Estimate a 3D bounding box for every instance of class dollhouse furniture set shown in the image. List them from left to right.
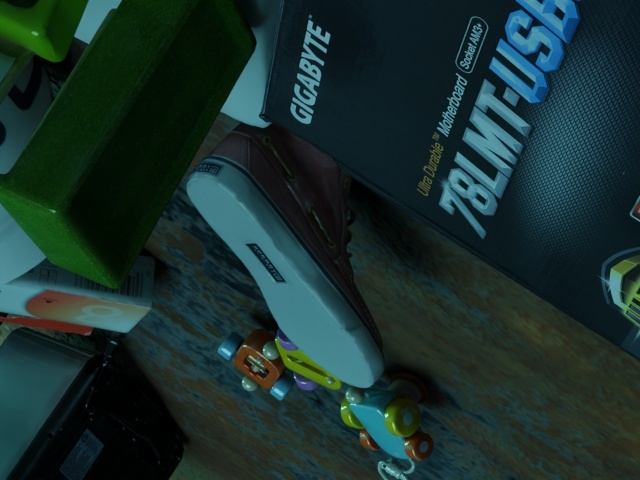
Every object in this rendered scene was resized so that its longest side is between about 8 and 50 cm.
[{"bbox_3d":[-0.178,-0.132,0.913,0.197,0.151,0.301,25,164,22],"label":"dollhouse furniture set"}]

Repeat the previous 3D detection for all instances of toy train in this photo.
[{"bbox_3d":[0.011,0.097,1.360,0.166,0.046,0.125,36,156,8],"label":"toy train"}]

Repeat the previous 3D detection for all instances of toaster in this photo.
[{"bbox_3d":[-0.210,0.174,1.626,0.110,0.186,0.168,20,158,35],"label":"toaster"}]

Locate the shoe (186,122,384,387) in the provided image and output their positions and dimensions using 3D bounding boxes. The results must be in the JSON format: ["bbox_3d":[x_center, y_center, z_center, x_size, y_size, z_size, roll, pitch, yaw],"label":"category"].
[{"bbox_3d":[0.000,0.000,1.160,0.063,0.081,0.178,1,135,50],"label":"shoe"}]

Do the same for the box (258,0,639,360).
[{"bbox_3d":[0.121,-0.072,0.909,0.293,0.073,0.295,31,154,7],"label":"box"}]

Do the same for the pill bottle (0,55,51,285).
[{"bbox_3d":[-0.261,-0.100,1.229,0.153,0.153,0.265,5,141,47],"label":"pill bottle"}]

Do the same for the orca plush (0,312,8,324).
[{"bbox_3d":[-0.289,-0.010,1.539,0.151,0.102,0.287,-16,155,2],"label":"orca plush"}]

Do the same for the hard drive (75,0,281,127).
[{"bbox_3d":[-0.109,-0.197,1.010,0.203,0.040,0.307,28,154,17],"label":"hard drive"}]

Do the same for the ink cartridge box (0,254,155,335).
[{"bbox_3d":[-0.215,0.048,1.465,0.145,0.045,0.179,10,154,-19],"label":"ink cartridge box"}]
